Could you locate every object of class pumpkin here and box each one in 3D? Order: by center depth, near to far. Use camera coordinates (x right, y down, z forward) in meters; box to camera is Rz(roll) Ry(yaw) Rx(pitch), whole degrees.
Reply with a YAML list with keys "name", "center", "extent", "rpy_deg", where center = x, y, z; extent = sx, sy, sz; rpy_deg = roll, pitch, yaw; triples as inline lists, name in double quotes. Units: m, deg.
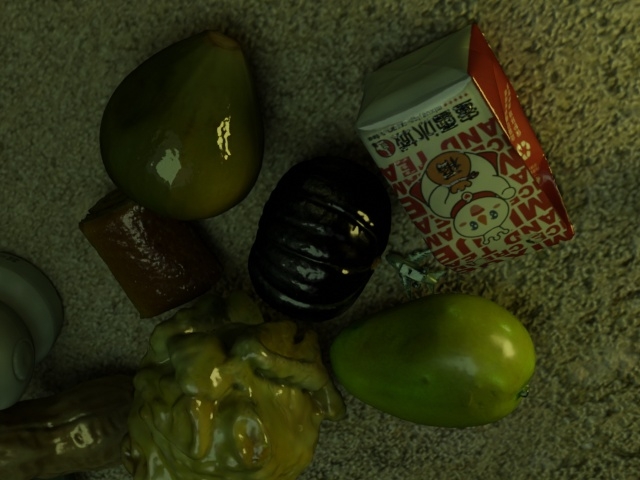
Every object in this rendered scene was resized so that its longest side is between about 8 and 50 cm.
- name: "pumpkin"
  center: [0.000, 0.000, 1.767]
  extent: [0.162, 0.220, 0.220]
  rpy_deg: [21, 125, 7]

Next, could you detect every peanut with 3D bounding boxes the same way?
- name: "peanut"
  center: [-0.380, 0.278, 2.050]
  extent: [0.306, 0.147, 0.147]
  rpy_deg: [-11, 121, -10]

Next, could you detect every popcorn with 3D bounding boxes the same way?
- name: "popcorn"
  center: [-0.128, 0.212, 1.892]
  extent: [0.312, 0.312, 0.312]
  rpy_deg: [8, 123, 12]

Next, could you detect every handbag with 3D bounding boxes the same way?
- name: "handbag"
  center: [0.183, -0.089, 1.697]
  extent: [0.171, 0.151, 0.298]
  rpy_deg: [-24, 115, 22]

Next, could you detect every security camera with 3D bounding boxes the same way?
- name: "security camera"
  center: [-0.493, 0.148, 1.999]
  extent: [0.195, 0.236, 0.194]
  rpy_deg: [6, 121, 11]

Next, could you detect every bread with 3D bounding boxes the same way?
- name: "bread"
  center: [-0.228, 0.006, 1.908]
  extent: [0.132, 0.103, 0.172]
  rpy_deg: [-23, 113, 24]

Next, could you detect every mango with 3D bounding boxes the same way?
- name: "mango"
  center: [0.156, 0.164, 1.864]
  extent: [0.273, 0.149, 0.185]
  rpy_deg: [-14, 122, 32]

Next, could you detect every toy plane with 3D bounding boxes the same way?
- name: "toy plane"
  center: [0.123, 0.040, 1.864]
  extent: [0.083, 0.033, 0.080]
  rpy_deg: [26, 114, 1]

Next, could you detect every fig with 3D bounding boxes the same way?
- name: "fig"
  center: [-0.173, -0.142, 1.743]
  extent: [0.207, 0.207, 0.230]
  rpy_deg: [-3, 103, 19]

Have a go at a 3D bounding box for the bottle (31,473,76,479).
- name: "bottle"
  center: [-0.457, 0.456, 2.225]
  extent: [0.169, 0.168, 0.347]
  rpy_deg: [5, 125, 14]
